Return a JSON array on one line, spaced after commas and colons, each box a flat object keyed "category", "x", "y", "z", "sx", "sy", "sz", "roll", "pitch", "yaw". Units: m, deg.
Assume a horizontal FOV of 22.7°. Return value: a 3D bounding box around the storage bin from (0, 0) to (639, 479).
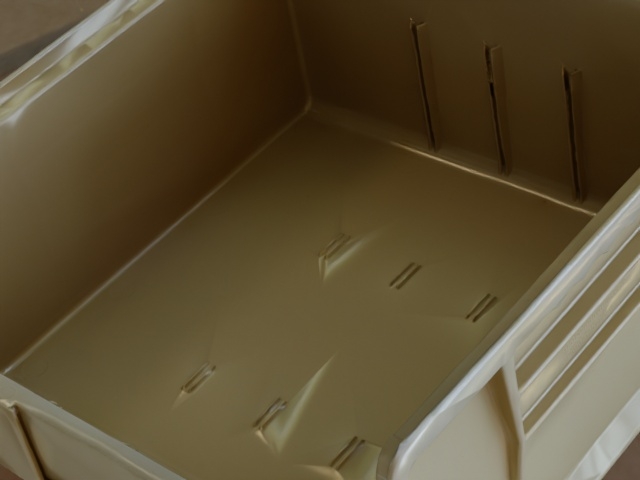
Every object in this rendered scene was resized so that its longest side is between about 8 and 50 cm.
[{"category": "storage bin", "x": 0.000, "y": 0.000, "z": 0.629, "sx": 0.260, "sy": 0.262, "sz": 0.123, "roll": -43, "pitch": 139, "yaw": -31}]
